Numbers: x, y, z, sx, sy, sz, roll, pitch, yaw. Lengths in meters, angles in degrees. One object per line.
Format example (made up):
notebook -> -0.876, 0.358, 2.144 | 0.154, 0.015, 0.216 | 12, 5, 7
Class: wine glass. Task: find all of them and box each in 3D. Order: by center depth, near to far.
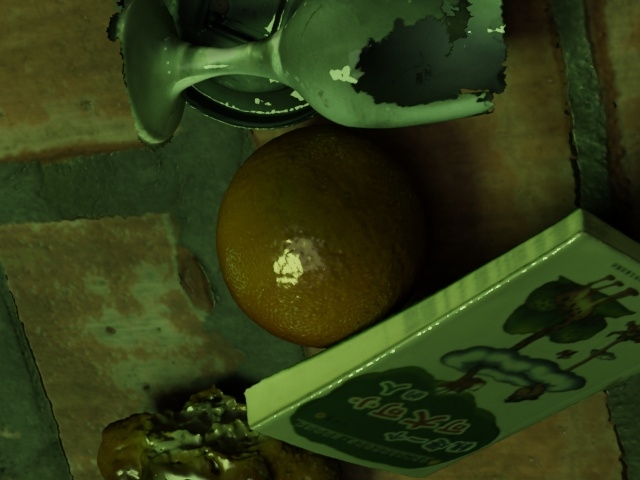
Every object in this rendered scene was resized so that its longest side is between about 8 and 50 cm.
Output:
wine glass -> -0.008, -0.154, 1.186 | 0.321, 0.143, 0.143 | -4, 112, 21

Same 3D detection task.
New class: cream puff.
cream puff -> -0.105, 0.259, 1.463 | 0.269, 0.155, 0.241 | 35, 123, 2

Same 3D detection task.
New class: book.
book -> 0.150, 0.107, 1.260 | 0.371, 0.043, 0.260 | -33, 142, 32

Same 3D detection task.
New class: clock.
clock -> -0.060, -0.210, 1.284 | 0.226, 0.049, 0.226 | 8, 116, 18

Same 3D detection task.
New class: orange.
orange -> 0.000, 0.000, 1.273 | 0.206, 0.206, 0.206 | 9, 117, 19
